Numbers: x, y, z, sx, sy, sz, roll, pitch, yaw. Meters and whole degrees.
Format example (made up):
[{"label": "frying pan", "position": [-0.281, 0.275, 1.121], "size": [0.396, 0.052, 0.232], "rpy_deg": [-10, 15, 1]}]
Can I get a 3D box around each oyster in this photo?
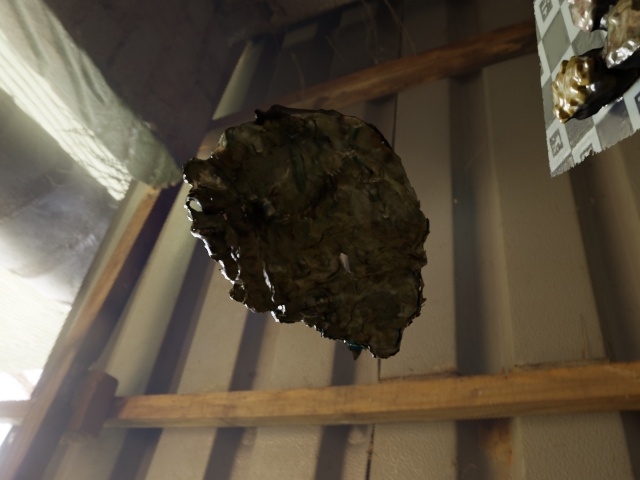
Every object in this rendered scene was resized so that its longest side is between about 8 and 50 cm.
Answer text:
[{"label": "oyster", "position": [-0.001, 0.003, 0.500], "size": [0.198, 0.259, 0.092], "rpy_deg": [-25, -153, 12]}]

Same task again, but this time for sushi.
[{"label": "sushi", "position": [0.207, -0.167, 0.405], "size": [0.043, 0.279, 0.192], "rpy_deg": [-4, -95, -3]}]
